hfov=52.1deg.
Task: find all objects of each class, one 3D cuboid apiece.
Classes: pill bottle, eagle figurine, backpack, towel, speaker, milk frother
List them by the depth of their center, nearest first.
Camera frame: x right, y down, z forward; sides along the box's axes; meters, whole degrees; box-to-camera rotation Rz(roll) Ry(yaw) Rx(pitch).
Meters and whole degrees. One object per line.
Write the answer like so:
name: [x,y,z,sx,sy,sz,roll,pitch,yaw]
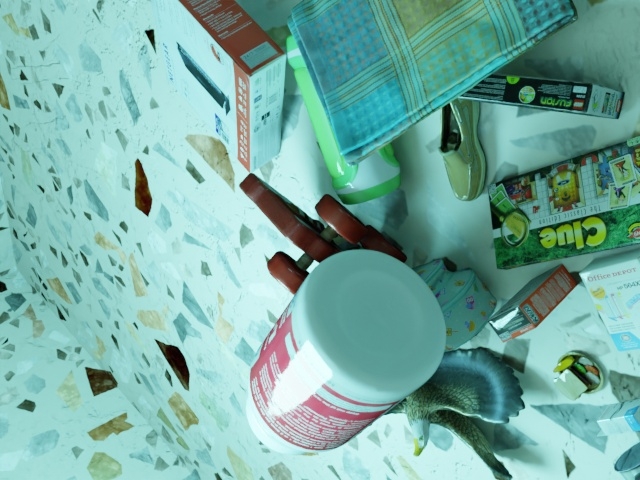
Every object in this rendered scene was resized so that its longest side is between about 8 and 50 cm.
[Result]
towel: [0.124,-0.305,0.894,0.370,0.040,0.272,-29,74,35]
milk frother: [0.545,0.360,0.971,0.143,0.129,0.135,-40,80,8]
pill bottle: [0.013,0.209,1.074,0.229,0.229,0.408,49,142,13]
speaker: [0.041,-0.217,1.114,0.131,0.131,0.297,-4,111,49]
backpack: [0.197,0.116,1.124,0.188,0.166,0.144,-16,109,51]
eagle figurine: [0.227,0.318,1.247,0.298,0.225,0.226,4,165,15]

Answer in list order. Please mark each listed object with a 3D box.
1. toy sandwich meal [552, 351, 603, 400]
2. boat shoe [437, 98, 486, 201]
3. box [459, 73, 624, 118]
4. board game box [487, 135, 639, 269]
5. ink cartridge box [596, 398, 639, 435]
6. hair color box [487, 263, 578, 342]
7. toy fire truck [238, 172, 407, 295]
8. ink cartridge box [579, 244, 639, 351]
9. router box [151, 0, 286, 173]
toy sandwich meal: [0.415,0.220,1.061,0.085,0.029,0.086,27,132,35]
boat shoe: [0.209,-0.143,1.017,0.068,0.072,0.190,10,121,44]
box: [0.278,-0.195,0.870,0.207,0.114,0.036,19,107,41]
board game box: [0.350,-0.045,0.916,0.259,0.030,0.136,-19,74,51]
ink cartridge box: [0.468,0.277,1.023,0.028,0.048,0.083,57,142,3]
hair color box: [0.322,0.094,0.990,0.043,0.141,0.072,55,142,6]
toy fire truck: [0.000,0.000,1.234,0.169,0.302,0.254,-50,43,7]
ink cartridge box: [0.431,0.063,0.891,0.092,0.090,0.143,-25,95,52]
router box: [-0.196,-0.330,1.253,0.301,0.082,0.335,48,161,14]
